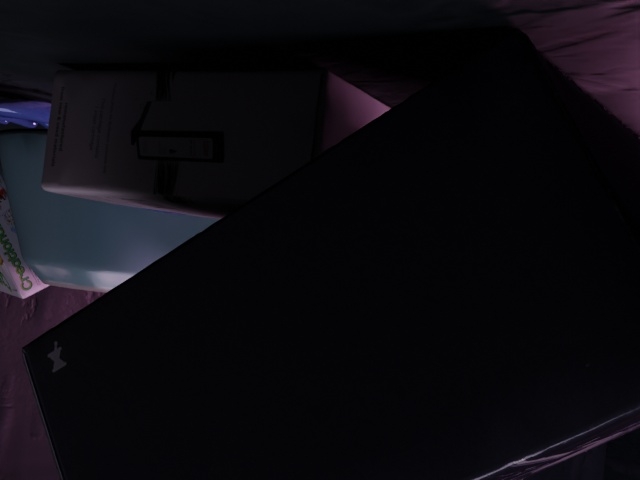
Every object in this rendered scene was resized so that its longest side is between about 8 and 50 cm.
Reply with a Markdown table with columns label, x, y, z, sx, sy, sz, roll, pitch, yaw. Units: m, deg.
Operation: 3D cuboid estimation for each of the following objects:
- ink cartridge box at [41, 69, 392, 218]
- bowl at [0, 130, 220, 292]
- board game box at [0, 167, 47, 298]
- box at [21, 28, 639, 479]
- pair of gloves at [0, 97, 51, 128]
| label | x | y | z | sx | sy | sz | roll | pitch | yaw |
| --- | --- | --- | --- | --- | --- | --- | --- | --- | --- |
| ink cartridge box | -0.058 | -0.059 | 0.676 | 0.203 | 0.086 | 0.148 | 4 | 176 | 26 |
| bowl | -0.223 | -0.021 | 1.163 | 0.311 | 0.163 | 0.311 | 6 | 179 | 0 |
| board game box | -0.443 | -0.028 | 1.320 | 0.053 | 0.193 | 0.305 | -30 | -166 | -23 |
| box | 0.063 | 0.073 | 0.618 | 0.343 | 0.179 | 0.312 | -32 | 160 | 24 |
| pair of gloves | -0.308 | -0.114 | 0.815 | 0.198 | 0.023 | 0.159 | 6 | 180 | 26 |
